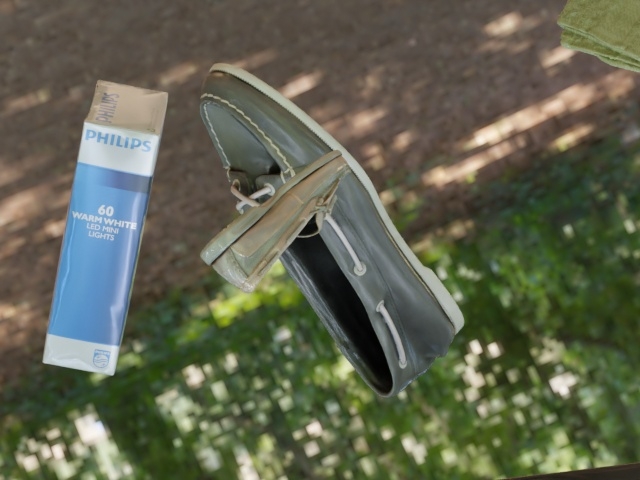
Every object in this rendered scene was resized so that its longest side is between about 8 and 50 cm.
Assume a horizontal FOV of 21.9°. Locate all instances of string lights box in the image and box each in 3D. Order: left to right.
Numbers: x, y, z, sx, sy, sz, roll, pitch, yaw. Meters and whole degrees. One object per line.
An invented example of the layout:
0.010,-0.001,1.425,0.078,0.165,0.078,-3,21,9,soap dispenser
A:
-0.214,-0.014,1.643,0.077,0.259,0.133,11,-157,-6,string lights box

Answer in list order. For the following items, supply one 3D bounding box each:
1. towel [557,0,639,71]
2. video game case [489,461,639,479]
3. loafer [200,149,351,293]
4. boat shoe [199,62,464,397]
0.262,-0.206,1.316,0.027,0.110,0.148,28,90,-55,towel
0.191,0.282,1.418,0.275,0.035,0.248,-5,137,-8,video game case
-0.020,-0.010,0.991,0.125,0.039,0.045,-38,176,-39,loafer
0.000,0.000,1.363,0.095,0.335,0.112,-52,-150,-20,boat shoe
